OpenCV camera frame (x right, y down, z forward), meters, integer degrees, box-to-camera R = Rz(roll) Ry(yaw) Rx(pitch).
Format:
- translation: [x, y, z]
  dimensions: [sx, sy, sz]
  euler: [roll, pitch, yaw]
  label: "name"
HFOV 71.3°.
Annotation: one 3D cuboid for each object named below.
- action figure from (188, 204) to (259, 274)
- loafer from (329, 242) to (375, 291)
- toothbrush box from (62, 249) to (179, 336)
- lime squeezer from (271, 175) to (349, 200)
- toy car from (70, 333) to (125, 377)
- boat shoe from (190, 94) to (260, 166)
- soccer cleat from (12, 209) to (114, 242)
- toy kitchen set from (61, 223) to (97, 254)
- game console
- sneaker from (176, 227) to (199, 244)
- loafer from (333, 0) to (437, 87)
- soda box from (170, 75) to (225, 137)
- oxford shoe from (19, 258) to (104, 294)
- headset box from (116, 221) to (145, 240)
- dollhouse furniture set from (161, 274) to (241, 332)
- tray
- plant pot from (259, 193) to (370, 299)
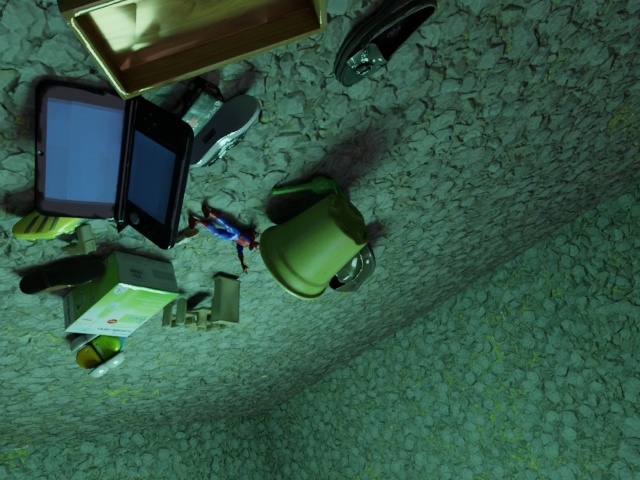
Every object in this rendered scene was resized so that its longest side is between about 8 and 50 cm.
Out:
- translation: [-0.261, 0.007, 1.344]
  dimensions: [0.092, 0.138, 0.280]
  euler: [-33, 151, 18]
  label: "action figure"
- translation: [0.116, 0.116, 1.769]
  dimensions: [0.130, 0.133, 0.365]
  euler: [-12, 148, -19]
  label: "loafer"
- translation: [-0.613, 0.172, 1.371]
  dimensions: [0.283, 0.122, 0.206]
  euler: [-35, 148, 22]
  label: "toothbrush box"
- translation: [0.012, -0.145, 1.361]
  dimensions: [0.311, 0.058, 0.110]
  euler: [4, 139, -40]
  label: "lime squeezer"
- translation: [-0.777, 0.383, 1.597]
  dimensions: [0.182, 0.159, 0.136]
  euler: [-33, -177, 15]
  label: "toy car"
- translation: [-0.215, -0.244, 1.033]
  dimensions: [0.229, 0.080, 0.076]
  euler: [-39, 164, 20]
  label: "boat shoe"
- translation: [-0.581, -0.084, 1.042]
  dimensions: [0.290, 0.093, 0.121]
  euler: [-18, 125, -4]
  label: "soccer cleat"
- translation: [-0.626, -0.010, 1.170]
  dimensions: [0.084, 0.075, 0.068]
  euler: [2, -162, 19]
  label: "toy kitchen set"
- translation: [-0.418, -0.135, 0.897]
  dimensions: [0.173, 0.250, 0.292]
  euler: [-26, 142, -53]
  label: "game console"
- translation: [-0.393, -0.013, 1.324]
  dimensions: [0.084, 0.031, 0.037]
  euler: [-23, 164, 9]
  label: "sneaker"
- translation: [0.133, -0.430, 0.961]
  dimensions: [0.096, 0.084, 0.267]
  euler: [12, 135, -45]
  label: "loafer"
- translation: [-0.284, -0.267, 0.964]
  dimensions: [0.169, 0.053, 0.060]
  euler: [-40, 145, 25]
  label: "soda box"
- translation: [-0.714, 0.099, 1.254]
  dimensions: [0.213, 0.075, 0.076]
  euler: [-13, 173, -11]
  label: "oxford shoe"
- translation: [-0.500, -0.037, 1.203]
  dimensions: [0.062, 0.032, 0.083]
  euler: [-35, 150, 19]
  label: "headset box"
- translation: [-0.418, 0.235, 1.636]
  dimensions: [0.242, 0.160, 0.212]
  euler: [-14, 157, 31]
  label: "dollhouse furniture set"
- translation: [-0.195, -0.398, 0.769]
  dimensions: [0.412, 0.076, 0.202]
  euler: [-22, 161, -5]
  label: "tray"
- translation: [0.000, 0.000, 1.353]
  dimensions: [0.254, 0.275, 0.276]
  euler: [-39, 147, 30]
  label: "plant pot"
